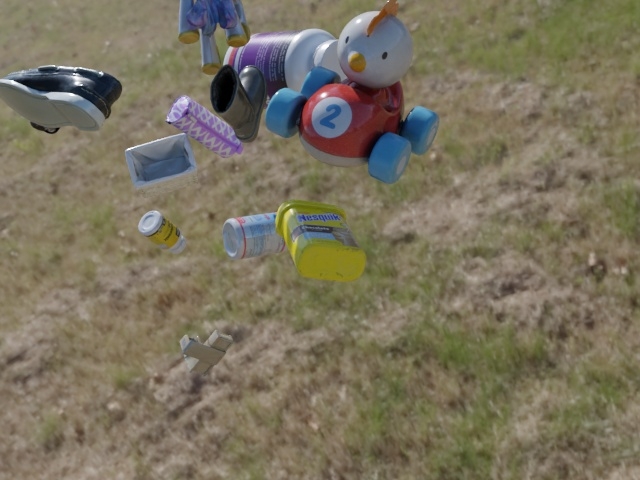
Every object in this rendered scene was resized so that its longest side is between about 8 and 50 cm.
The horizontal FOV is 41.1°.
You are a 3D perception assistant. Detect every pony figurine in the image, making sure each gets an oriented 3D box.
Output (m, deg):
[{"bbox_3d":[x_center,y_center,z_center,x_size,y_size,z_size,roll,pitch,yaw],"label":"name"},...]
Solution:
[{"bbox_3d":[-0.229,-0.541,1.617,0.303,0.363,0.351,-9,-8,5],"label":"pony figurine"}]

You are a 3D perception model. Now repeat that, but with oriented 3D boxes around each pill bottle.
[{"bbox_3d":[-0.367,-0.015,2.001,0.065,0.116,0.065,-15,55,23],"label":"pill bottle"},{"bbox_3d":[-0.117,-0.013,1.787,0.160,0.087,0.087,-10,22,-30],"label":"pill bottle"},{"bbox_3d":[-0.067,-0.395,1.983,0.323,0.181,0.181,10,44,45],"label":"pill bottle"}]

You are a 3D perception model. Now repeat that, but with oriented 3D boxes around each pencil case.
[{"bbox_3d":[-0.292,-0.288,2.170,0.088,0.206,0.086,15,78,49],"label":"pencil case"}]

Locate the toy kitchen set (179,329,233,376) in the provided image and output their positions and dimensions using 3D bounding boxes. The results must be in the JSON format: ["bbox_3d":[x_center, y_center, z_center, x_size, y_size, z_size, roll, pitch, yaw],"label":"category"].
[{"bbox_3d":[-0.201,0.163,1.397,0.083,0.068,0.075,-49,40,18],"label":"toy kitchen set"}]

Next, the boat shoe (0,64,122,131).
[{"bbox_3d":[-0.470,-0.264,1.530,0.302,0.114,0.091,17,64,32],"label":"boat shoe"}]

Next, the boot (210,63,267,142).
[{"bbox_3d":[-0.172,-0.312,1.762,0.076,0.208,0.189,-4,74,15],"label":"boot"}]

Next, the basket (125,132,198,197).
[{"bbox_3d":[-0.405,-0.189,2.203,0.167,0.103,0.113,-16,74,-7],"label":"basket"}]

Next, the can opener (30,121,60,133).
[{"bbox_3d":[-0.563,-0.292,1.909,0.186,0.059,0.073,-18,75,8],"label":"can opener"}]

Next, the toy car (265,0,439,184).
[{"bbox_3d":[0.064,-0.246,1.258,0.219,0.238,0.210,25,39,18],"label":"toy car"}]

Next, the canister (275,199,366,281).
[{"bbox_3d":[0.000,0.000,1.470,0.126,0.073,0.170,7,25,-19],"label":"canister"}]
